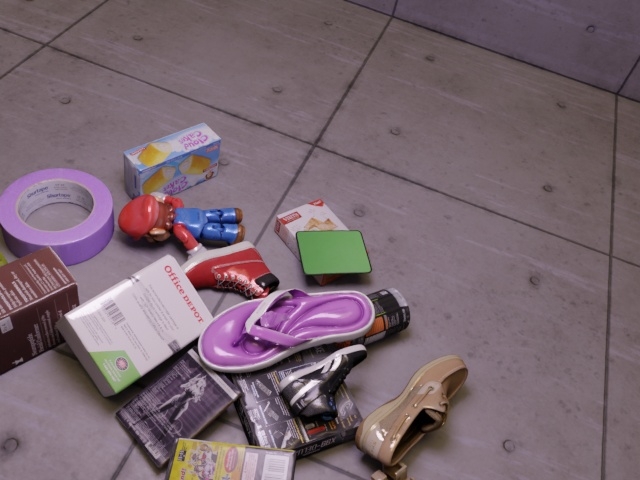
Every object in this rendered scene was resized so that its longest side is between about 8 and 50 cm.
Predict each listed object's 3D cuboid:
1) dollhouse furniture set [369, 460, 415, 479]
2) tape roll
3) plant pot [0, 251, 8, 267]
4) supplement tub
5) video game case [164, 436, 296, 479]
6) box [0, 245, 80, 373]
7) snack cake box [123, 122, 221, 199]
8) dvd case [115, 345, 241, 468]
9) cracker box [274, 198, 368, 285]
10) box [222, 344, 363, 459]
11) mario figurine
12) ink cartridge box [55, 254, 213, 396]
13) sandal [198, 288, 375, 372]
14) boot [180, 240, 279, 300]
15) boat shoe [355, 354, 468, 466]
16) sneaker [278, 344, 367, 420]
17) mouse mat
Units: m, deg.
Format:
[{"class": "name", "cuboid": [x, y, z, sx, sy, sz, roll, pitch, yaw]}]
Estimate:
[{"class": "dollhouse furniture set", "cuboid": [0.135, 0.563, 1.312, 0.182, 0.101, 0.161, -23, 33, -30]}, {"class": "tape roll", "cuboid": [-0.679, -0.063, 1.658, 0.275, 0.090, 0.274, 7, 47, -8]}, {"class": "plant pot", "cuboid": [-0.874, 0.032, 1.445, 0.228, 0.207, 0.227, 30, 48, 12]}, {"class": "supplement tub", "cuboid": [0.118, 0.196, 1.598, 0.190, 0.117, 0.117, -16, 54, -26]}, {"class": "video game case", "cuboid": [-0.184, 0.523, 1.214, 0.248, 0.035, 0.274, 6, 54, 2]}, {"class": "box", "cuboid": [-0.711, 0.186, 1.355, 0.381, 0.191, 0.143, -28, 60, -32]}, {"class": "snack cake box", "cuboid": [-0.418, -0.214, 1.815, 0.264, 0.152, 0.089, -30, 61, -33]}, {"class": "dvd case", "cuboid": [-0.304, 0.351, 1.374, 0.221, 0.018, 0.164, -41, 59, -21]}, {"class": "cracker box", "cuboid": [0.000, 0.000, 1.780, 0.156, 0.067, 0.232, -24, 58, -31]}, {"class": "box", "cuboid": [-0.075, 0.334, 1.454, 0.243, 0.076, 0.307, -13, 53, -24]}, {"class": "mario figurine", "cuboid": [-0.375, -0.031, 1.710, 0.321, 0.170, 0.198, 7, 10, -21]}, {"class": "ink cartridge box", "cuboid": [-0.408, 0.187, 1.431, 0.273, 0.115, 0.198, -34, 93, -36]}, {"class": "sandal", "cuboid": [-0.075, 0.175, 1.450, 0.416, 0.102, 0.169, -13, 55, -17]}, {"class": "boot", "cuboid": [-0.231, 0.107, 1.618, 0.244, 0.088, 0.176, -20, 57, -33]}, {"class": "boat shoe", "cuboid": [0.232, 0.383, 1.435, 0.341, 0.121, 0.110, -32, 37, -30]}, {"class": "sneaker", "cuboid": [0.029, 0.321, 1.394, 0.217, 0.079, 0.121, -22, 61, -21]}, {"class": "mouse mat", "cuboid": [0.034, 0.030, 1.712, 0.190, 0.007, 0.152, 0, 50, -15]}]
